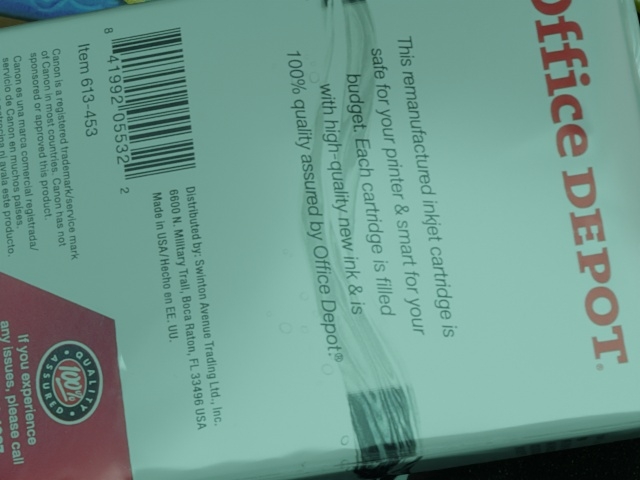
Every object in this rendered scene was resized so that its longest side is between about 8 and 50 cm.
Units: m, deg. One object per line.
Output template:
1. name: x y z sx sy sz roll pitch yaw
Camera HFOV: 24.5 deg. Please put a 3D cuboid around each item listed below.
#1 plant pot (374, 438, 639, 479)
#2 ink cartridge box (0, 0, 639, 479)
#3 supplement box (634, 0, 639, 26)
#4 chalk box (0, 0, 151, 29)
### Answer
1. plant pot: 0.124 0.093 0.656 0.167 0.188 0.187 39 84 1
2. ink cartridge box: 0.000 0.000 0.528 0.237 0.100 0.171 -9 77 6
3. supplement box: 0.263 -0.200 0.685 0.195 0.194 0.356 34 83 9
4. chalk box: -0.168 -0.048 0.698 0.289 0.180 0.179 13 81 5
